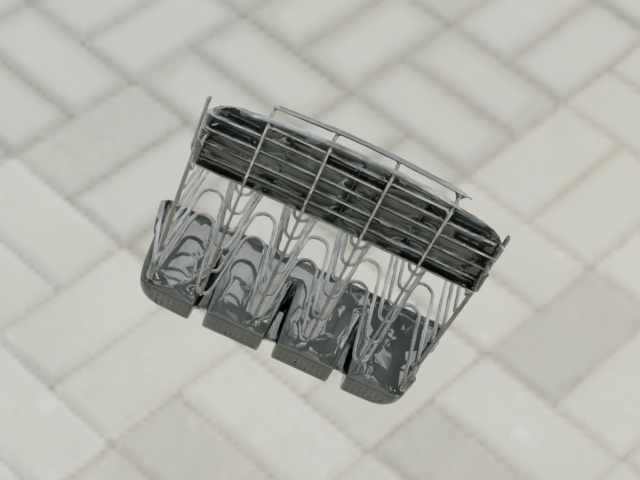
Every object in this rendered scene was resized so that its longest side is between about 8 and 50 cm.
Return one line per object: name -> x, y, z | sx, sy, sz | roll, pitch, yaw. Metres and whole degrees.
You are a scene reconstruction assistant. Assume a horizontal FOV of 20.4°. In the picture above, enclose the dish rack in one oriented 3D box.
dish rack -> 0.000, 0.000, 1.082 | 0.208, 0.271, 0.074 | 24, 60, -2
